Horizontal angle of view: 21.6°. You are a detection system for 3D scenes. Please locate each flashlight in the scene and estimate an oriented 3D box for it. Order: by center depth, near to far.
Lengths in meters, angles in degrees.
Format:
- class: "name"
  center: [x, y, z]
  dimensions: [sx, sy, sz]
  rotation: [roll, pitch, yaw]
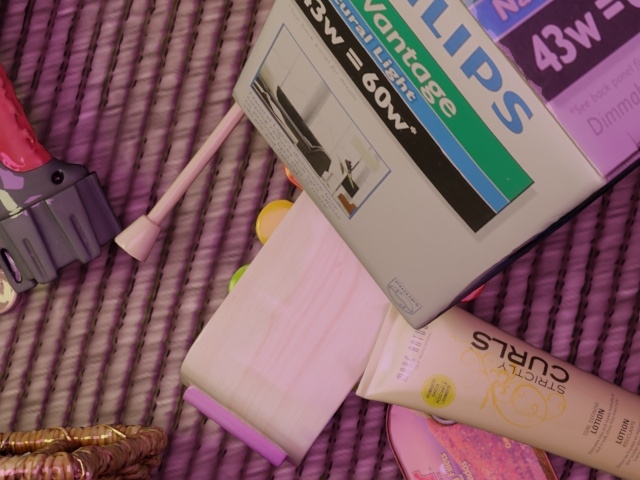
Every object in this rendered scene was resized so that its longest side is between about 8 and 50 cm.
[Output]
- class: "flashlight"
  center: [-0.245, -0.120, 1.256]
  dimensions: [0.103, 0.103, 0.304]
  rotation: [-36, 103, -40]

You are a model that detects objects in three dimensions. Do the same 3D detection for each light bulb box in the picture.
- class: "light bulb box"
  center: [0.168, -0.164, 1.065]
  dimensions: [0.358, 0.361, 0.225]
  rotation: [-37, 86, -19]

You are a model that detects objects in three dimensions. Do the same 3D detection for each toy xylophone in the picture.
- class: "toy xylophone"
  center: [0.000, 0.000, 1.259]
  dimensions: [0.236, 0.081, 0.323]
  rotation: [44, 91, 5]

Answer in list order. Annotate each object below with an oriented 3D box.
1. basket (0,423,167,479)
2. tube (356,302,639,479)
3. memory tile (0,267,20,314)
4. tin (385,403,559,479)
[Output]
- class: "basket"
  center: [-0.263, 0.188, 1.165]
  dimensions: [0.213, 0.299, 0.223]
  rotation: [28, 92, 7]
- class: "tube"
  center: [0.149, 0.113, 1.218]
  dimensions: [0.240, 0.070, 0.062]
  rotation: [23, 133, -11]
- class: "memory tile"
  center: [-0.317, 0.025, 1.320]
  dimensions: [0.148, 0.012, 0.113]
  rotation: [-22, 85, 4]
- class: "tin"
  center: [0.119, 0.176, 1.265]
  dimensions: [0.106, 0.040, 0.190]
  rotation: [-24, 85, -1]
